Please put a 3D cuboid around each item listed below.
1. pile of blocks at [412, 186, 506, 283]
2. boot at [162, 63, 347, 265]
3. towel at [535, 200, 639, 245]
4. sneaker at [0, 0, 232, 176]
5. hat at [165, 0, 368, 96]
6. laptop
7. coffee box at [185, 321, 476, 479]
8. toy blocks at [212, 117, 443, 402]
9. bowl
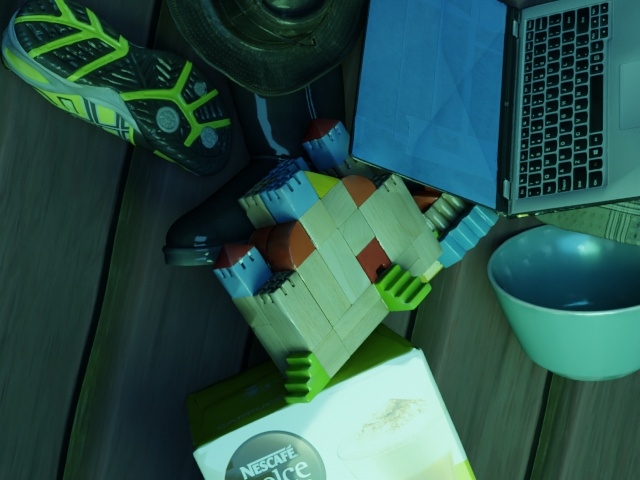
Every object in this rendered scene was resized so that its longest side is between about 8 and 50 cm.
[{"bbox_3d":[0.225,-0.071,1.719,0.112,0.149,0.362,44,88,-9],"label":"pile of blocks"},{"bbox_3d":[-0.110,-0.210,1.612,0.367,0.146,0.445,-17,102,-43],"label":"boot"},{"bbox_3d":[0.485,-0.149,1.683,0.056,0.324,0.312,7,98,-38],"label":"towel"},{"bbox_3d":[-0.297,-0.224,1.652,0.384,0.147,0.145,36,63,-26],"label":"sneaker"},{"bbox_3d":[-0.045,-0.372,1.530,0.331,0.134,0.331,4,80,-27],"label":"hat"},{"bbox_3d":[0.292,-0.255,1.588,0.408,0.236,0.382,-8,60,29],"label":"laptop"},{"bbox_3d":[0.019,0.341,1.627,0.337,0.338,0.334,-23,97,-6],"label":"coffee box"},{"bbox_3d":[0.000,0.000,1.520,0.381,0.190,0.261,-45,112,-34],"label":"toy blocks"},{"bbox_3d":[0.420,0.103,1.709,0.311,0.311,0.163,-12,115,-7],"label":"bowl"}]
